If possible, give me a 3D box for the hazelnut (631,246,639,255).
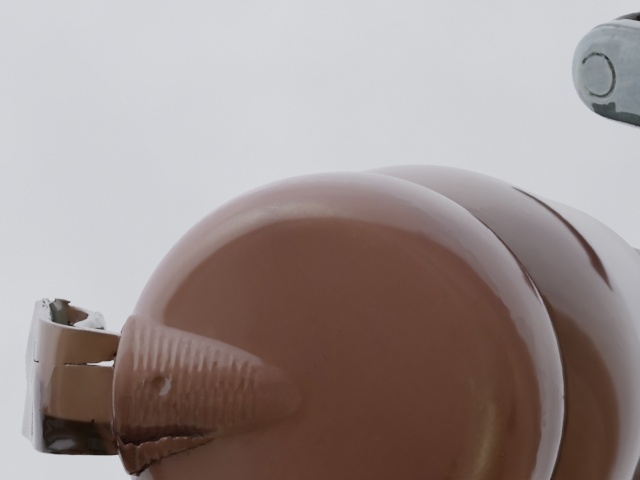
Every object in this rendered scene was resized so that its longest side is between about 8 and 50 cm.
[{"bbox_3d":[0.123,0.132,0.954,0.372,0.372,0.315,34,-123,-36],"label":"hazelnut"}]

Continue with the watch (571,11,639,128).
[{"bbox_3d":[0.262,-0.102,0.886,0.193,0.206,0.068,-16,-69,-35],"label":"watch"}]

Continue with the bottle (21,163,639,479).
[{"bbox_3d":[0.025,0.058,0.582,0.297,0.206,0.173,7,-93,-71],"label":"bottle"}]
